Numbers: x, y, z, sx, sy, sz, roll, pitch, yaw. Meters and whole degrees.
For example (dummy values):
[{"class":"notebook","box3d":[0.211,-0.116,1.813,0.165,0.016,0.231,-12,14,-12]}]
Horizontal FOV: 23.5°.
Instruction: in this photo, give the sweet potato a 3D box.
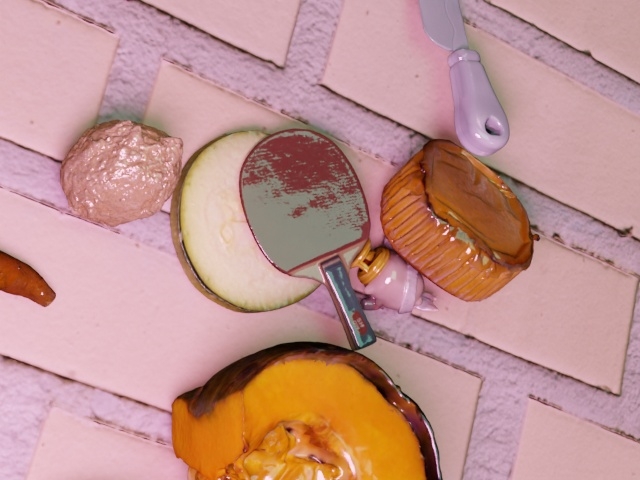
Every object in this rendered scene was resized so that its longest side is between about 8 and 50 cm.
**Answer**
[{"class":"sweet potato","box3d":[-0.389,0.001,1.607,0.264,0.057,0.057,39,65,-24]}]

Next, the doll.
[{"class":"doll","box3d":[0.085,0.058,1.874,0.127,0.073,0.084,37,98,-16]}]

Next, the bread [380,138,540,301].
[{"class":"bread","box3d":[0.163,-0.019,1.879,0.199,0.104,0.199,29,38,-26]}]

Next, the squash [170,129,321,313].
[{"class":"squash","box3d":[-0.077,-0.022,1.807,0.219,0.041,0.219,4,81,-25]}]

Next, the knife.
[{"class":"knife","box3d":[0.166,-0.262,1.959,0.080,0.044,0.331,-5,71,-32]}]

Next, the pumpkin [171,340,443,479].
[{"class":"pumpkin","box3d":[-0.015,0.262,1.670,0.256,0.225,0.303,-6,83,-38]}]

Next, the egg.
[{"class":"egg","box3d":[-0.216,-0.075,1.683,0.140,0.118,0.116,-21,74,-10]}]

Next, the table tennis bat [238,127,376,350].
[{"class":"table tennis bat","box3d":[0.000,0.000,1.805,0.154,0.021,0.274,-24,92,-24]}]
